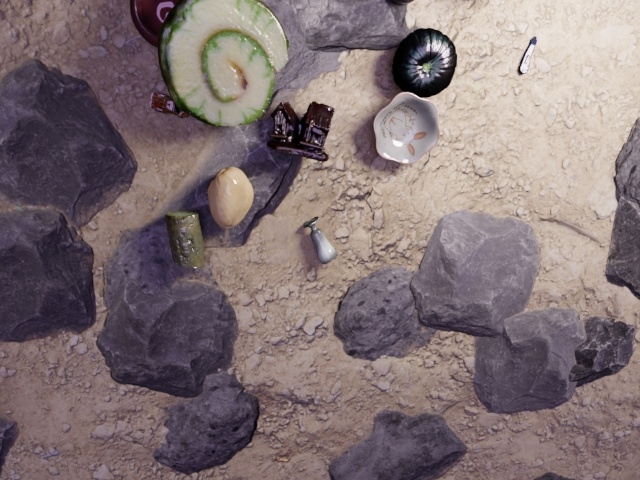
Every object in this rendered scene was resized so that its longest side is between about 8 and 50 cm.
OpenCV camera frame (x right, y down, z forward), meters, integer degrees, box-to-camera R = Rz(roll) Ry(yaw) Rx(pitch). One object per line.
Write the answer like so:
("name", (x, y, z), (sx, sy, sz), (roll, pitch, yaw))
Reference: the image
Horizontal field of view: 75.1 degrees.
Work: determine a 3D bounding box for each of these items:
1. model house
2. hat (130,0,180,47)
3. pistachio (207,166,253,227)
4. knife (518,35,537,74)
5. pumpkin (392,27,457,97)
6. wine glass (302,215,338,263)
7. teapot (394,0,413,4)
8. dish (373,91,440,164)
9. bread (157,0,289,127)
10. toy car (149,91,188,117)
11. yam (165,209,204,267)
("model house", (-0.059, -0.353, 1.298), (0.203, 0.141, 0.164), (11, 115, -6))
("hat", (-0.444, -0.661, 1.197), (0.205, 0.089, 0.206), (-1, 110, -2))
("pistachio", (-0.290, -0.137, 1.348), (0.145, 0.117, 0.201), (1, 107, -11))
("knife", (0.679, -0.604, 1.357), (0.031, 0.018, 0.121), (18, 103, -3))
("pumpkin", (0.318, -0.542, 1.278), (0.201, 0.140, 0.202), (1, 122, 2))
("wine glass", (0.000, 0.000, 1.439), (0.072, 0.072, 0.155), (-26, 106, 2))
("teapot", (0.273, -0.768, 1.203), (0.148, 0.146, 0.116), (-21, 107, 1))
("dish", (0.271, -0.366, 1.352), (0.229, 0.081, 0.230), (-3, 114, -6))
("bread", (-0.268, -0.520, 1.201), (0.381, 0.129, 0.366), (-23, 124, -9))
("toy car", (-0.464, -0.419, 1.292), (0.121, 0.035, 0.059), (14, 100, -7))
("yam", (-0.446, 0.001, 1.381), (0.107, 0.107, 0.194), (-4, 108, -4))
